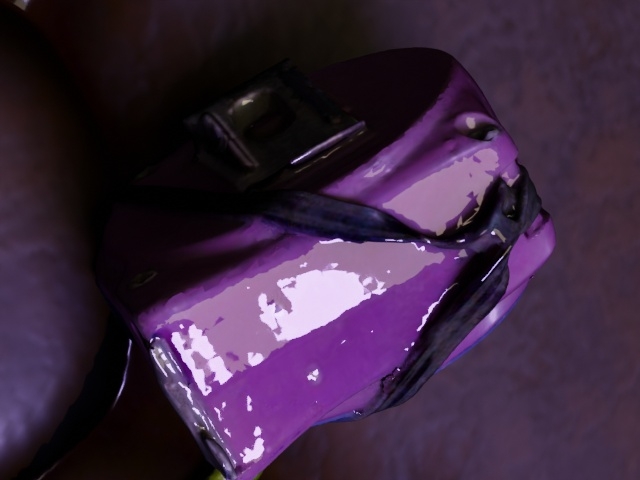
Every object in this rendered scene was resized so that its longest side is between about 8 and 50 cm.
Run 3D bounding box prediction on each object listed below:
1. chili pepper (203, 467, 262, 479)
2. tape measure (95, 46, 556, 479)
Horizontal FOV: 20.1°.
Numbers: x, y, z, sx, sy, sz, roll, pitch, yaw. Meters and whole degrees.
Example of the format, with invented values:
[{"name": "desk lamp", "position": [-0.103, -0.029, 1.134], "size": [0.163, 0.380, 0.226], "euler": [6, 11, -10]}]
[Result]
[{"name": "chili pepper", "position": [-0.033, 0.066, 0.523], "size": [0.083, 0.017, 0.030], "euler": [-47, 115, -21]}, {"name": "tape measure", "position": [0.000, 0.000, 0.476], "size": [0.118, 0.125, 0.074], "euler": [-32, 113, -11]}]
